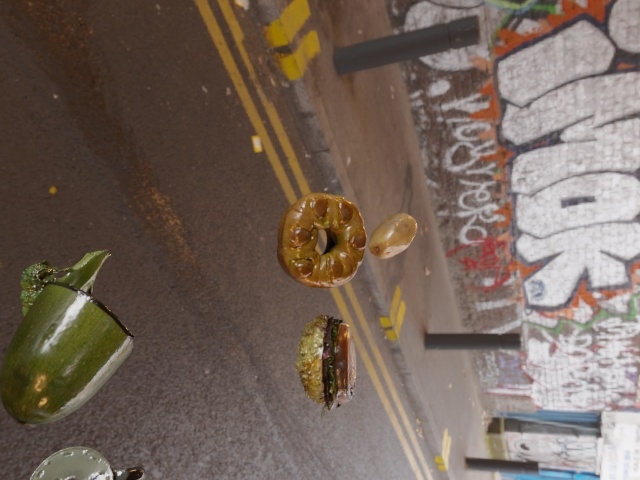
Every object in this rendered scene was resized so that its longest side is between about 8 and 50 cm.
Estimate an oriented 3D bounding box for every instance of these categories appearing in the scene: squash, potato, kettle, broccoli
[{"bbox_3d":[-0.711,0.317,1.301,0.308,0.311,0.310,-55,136,-40],"label":"squash"},{"bbox_3d":[0.224,-0.016,1.508,0.178,0.109,0.118,-44,172,-30],"label":"potato"},{"bbox_3d":[-0.516,0.569,1.110,0.165,0.241,0.255,67,-28,28],"label":"kettle"},{"bbox_3d":[-0.864,0.162,1.622,0.254,0.186,0.301,23,65,-54],"label":"broccoli"}]

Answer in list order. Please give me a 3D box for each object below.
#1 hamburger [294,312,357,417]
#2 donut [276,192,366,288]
[{"bbox_3d":[0.016,0.315,1.260,0.243,0.139,0.261,51,37,-73],"label":"hamburger"},{"bbox_3d":[0.002,0.001,1.141,0.227,0.114,0.226,0,89,-26],"label":"donut"}]
